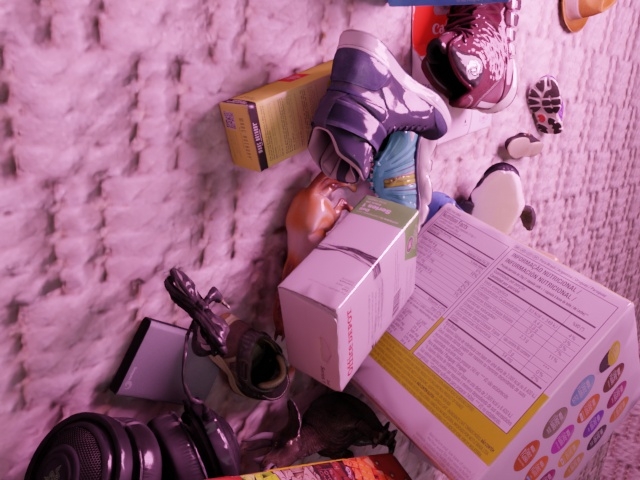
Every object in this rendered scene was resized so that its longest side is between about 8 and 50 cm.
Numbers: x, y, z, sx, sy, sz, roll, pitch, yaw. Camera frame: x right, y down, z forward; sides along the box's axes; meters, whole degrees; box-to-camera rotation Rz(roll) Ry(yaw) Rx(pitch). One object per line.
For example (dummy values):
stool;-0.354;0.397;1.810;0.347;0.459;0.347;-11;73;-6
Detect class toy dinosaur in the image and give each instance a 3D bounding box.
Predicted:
toy dinosaur;0.038;0.296;0.907;0.313;0.160;0.121;-6;122;-56

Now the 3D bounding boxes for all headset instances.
headset;-0.203;0.233;0.634;0.243;0.185;0.394;7;122;-46

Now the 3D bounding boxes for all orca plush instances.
orca plush;0.356;-0.045;1.132;0.102;0.151;0.287;-71;147;-49

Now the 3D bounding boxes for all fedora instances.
fedora;0.586;-0.542;1.188;0.194;0.079;0.194;-20;120;-40

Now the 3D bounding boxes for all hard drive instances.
hard drive;-0.185;0.156;0.702;0.135;0.022;0.094;30;83;-48

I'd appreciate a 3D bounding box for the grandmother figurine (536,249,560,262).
grandmother figurine;0.457;0.156;1.325;0.342;0.104;0.208;-26;95;-34

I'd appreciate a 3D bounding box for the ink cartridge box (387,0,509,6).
ink cartridge box;0.165;-0.468;0.688;0.198;0.197;0.270;-52;135;-18

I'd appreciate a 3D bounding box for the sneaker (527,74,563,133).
sneaker;0.495;-0.303;1.214;0.170;0.068;0.071;47;55;-54

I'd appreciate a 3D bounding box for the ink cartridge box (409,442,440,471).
ink cartridge box;0.315;0.458;1.217;0.139;0.190;0.082;-3;107;-46

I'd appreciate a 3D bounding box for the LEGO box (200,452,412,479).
LEGO box;-0.100;0.514;0.685;0.372;0.193;0.500;17;114;-48

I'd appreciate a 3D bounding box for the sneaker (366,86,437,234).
sneaker;0.107;-0.107;0.868;0.110;0.107;0.275;0;102;-26

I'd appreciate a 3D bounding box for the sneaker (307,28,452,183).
sneaker;0.077;-0.136;0.717;0.226;0.086;0.163;24;81;-43

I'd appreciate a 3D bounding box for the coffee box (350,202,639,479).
coffee box;0.266;0.210;0.917;0.334;0.338;0.338;-45;135;-8

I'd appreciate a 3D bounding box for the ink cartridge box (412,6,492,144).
ink cartridge box;0.226;-0.290;0.932;0.189;0.066;0.232;-24;125;-39

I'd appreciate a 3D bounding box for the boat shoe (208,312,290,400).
boat shoe;-0.081;0.175;0.757;0.080;0.073;0.223;-56;149;-23

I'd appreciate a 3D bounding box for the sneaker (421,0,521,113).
sneaker;0.220;-0.333;0.843;0.162;0.106;0.281;-13;97;-37

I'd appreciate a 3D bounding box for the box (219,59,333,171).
box;-0.015;-0.173;0.723;0.232;0.058;0.087;-33;127;-33

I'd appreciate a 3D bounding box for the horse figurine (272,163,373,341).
horse figurine;0.000;0.000;0.803;0.174;0.066;0.263;-7;113;-51

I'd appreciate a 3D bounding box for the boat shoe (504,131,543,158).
boat shoe;0.424;-0.204;1.184;0.133;0.042;0.049;-7;135;-44

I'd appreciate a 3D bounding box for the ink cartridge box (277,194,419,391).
ink cartridge box;0.045;0.067;0.758;0.219;0.092;0.160;-45;144;-39

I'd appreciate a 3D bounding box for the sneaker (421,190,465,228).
sneaker;0.248;-0.012;1.045;0.069;0.082;0.209;-56;138;-17
